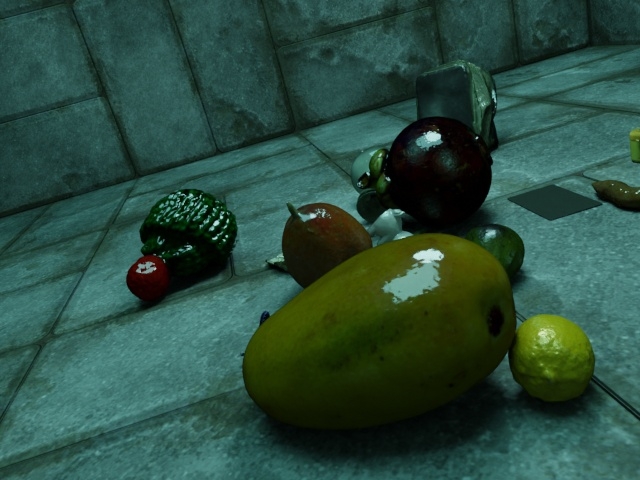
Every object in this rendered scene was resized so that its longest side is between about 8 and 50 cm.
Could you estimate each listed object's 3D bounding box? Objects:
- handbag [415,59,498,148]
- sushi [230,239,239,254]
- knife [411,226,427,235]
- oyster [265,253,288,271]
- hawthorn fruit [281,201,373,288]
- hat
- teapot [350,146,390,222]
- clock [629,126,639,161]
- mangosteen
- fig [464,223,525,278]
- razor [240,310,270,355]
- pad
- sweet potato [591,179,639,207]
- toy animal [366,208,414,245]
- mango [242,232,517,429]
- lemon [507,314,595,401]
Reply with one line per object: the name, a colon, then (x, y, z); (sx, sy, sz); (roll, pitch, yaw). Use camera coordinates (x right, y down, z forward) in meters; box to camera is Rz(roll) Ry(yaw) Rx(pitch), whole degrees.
handbag: (0.500, -0.456, 1.943); (0.247, 0.340, 0.240); (-3, 5, 41)
sushi: (-0.361, 0.029, 1.682); (0.201, 0.031, 0.139); (-13, 21, 6)
knife: (0.177, 0.032, 1.325); (0.043, 0.019, 0.293); (8, 32, 42)
oyster: (-0.084, 0.056, 1.422); (0.106, 0.061, 0.200); (-35, 20, -2)
hawthorn fruit: (0.000, 0.000, 1.201); (0.200, 0.251, 0.199); (-23, 38, 19)
hat: (-0.398, 0.036, 1.501); (0.274, 0.242, 0.332); (-18, 38, 45)
teapot: (0.173, -0.164, 1.638); (0.184, 0.183, 0.250); (-9, 34, 16)
clock: (0.949, -0.263, 1.437); (0.143, 0.096, 0.202); (-27, 23, -21)
mangosteen: (0.285, -0.173, 1.397); (0.311, 0.311, 0.311); (-13, 21, 5)
fig: (0.346, 0.045, 1.087); (0.123, 0.123, 0.156); (-4, 62, 27)
razor: (-0.124, 0.194, 1.108); (0.044, 0.028, 0.154); (-11, 22, 10)
pad: (0.595, -0.102, 1.395); (0.143, 0.003, 0.211); (-17, 21, -4)
sweet potato: (0.710, -0.109, 1.270); (0.065, 0.051, 0.218); (-23, 21, -11)
toy animal: (0.197, 0.013, 1.247); (0.131, 0.181, 0.127); (-32, -15, -43)
mango: (0.069, 0.143, 0.821); (0.446, 0.232, 0.300); (-22, 18, 22)
lemon: (0.325, 0.163, 0.765); (0.114, 0.114, 0.155); (-4, 13, 27)
